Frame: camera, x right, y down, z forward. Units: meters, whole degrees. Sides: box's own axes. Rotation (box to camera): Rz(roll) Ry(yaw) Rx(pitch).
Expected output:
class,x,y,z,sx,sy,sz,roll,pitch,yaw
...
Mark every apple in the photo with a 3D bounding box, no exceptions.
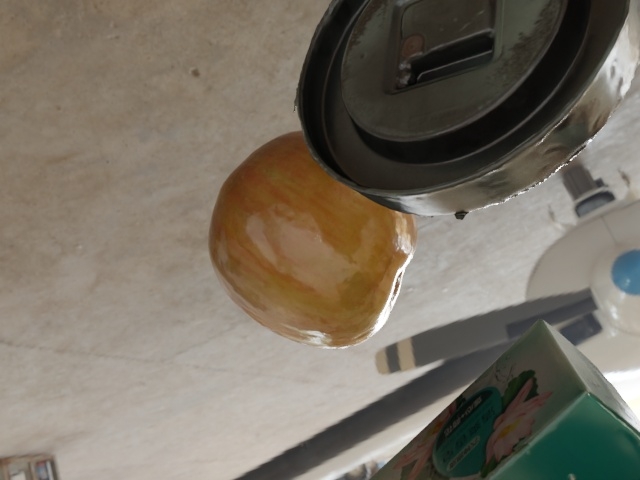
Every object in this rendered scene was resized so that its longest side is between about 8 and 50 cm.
class,x,y,z,sx,sy,sz,roll,pitch,yaw
apple,0.000,0.000,0.883,0.242,0.241,0.242,-47,158,-26

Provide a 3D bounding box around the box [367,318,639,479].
class,x,y,z,sx,sy,sz,roll,pitch,yaw
box,0.139,0.197,0.608,0.245,0.092,0.153,-46,-173,12

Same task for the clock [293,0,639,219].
class,x,y,z,sx,sy,sz,roll,pitch,yaw
clock,0.116,-0.165,0.635,0.312,0.313,0.061,-31,140,24
